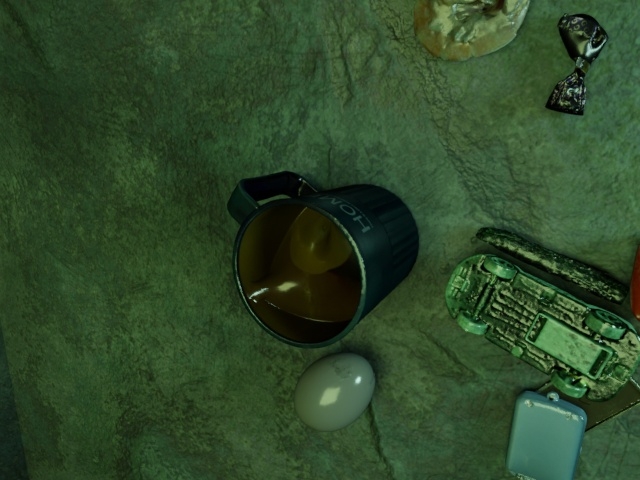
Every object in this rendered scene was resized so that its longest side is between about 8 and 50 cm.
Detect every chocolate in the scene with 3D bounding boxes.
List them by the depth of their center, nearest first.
[{"bbox_3d":[0.390,-0.267,0.800,0.072,0.070,0.147,6,108,-1],"label":"chocolate"}]

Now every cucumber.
[{"bbox_3d":[0.386,0.035,0.888,0.257,0.043,0.044,27,109,22],"label":"cucumber"}]

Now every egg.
[{"bbox_3d":[0.029,0.314,1.095,0.199,0.146,0.146,-40,81,22],"label":"egg"}]

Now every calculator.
[{"bbox_3d":[0.406,0.365,0.953,0.121,0.039,0.210,11,111,29],"label":"calculator"}]

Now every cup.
[{"bbox_3d":[0.001,0.018,0.953,0.308,0.292,0.242,13,108,27],"label":"cup"}]

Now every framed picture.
[{"bbox_3d":[0.471,0.269,0.917,0.109,0.011,0.149,49,120,10],"label":"framed picture"}]

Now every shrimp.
[{"bbox_3d":[0.288,-0.400,0.827,0.317,0.062,0.164,-25,94,36],"label":"shrimp"}]

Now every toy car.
[{"bbox_3d":[0.364,0.130,0.877,0.306,0.125,0.136,31,115,30],"label":"toy car"}]

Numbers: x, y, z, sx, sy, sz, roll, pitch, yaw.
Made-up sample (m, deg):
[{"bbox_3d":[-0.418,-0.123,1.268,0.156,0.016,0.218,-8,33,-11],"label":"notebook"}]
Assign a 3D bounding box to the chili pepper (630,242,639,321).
[{"bbox_3d":[0.523,0.094,0.805,0.086,0.084,0.191,23,114,59],"label":"chili pepper"}]
